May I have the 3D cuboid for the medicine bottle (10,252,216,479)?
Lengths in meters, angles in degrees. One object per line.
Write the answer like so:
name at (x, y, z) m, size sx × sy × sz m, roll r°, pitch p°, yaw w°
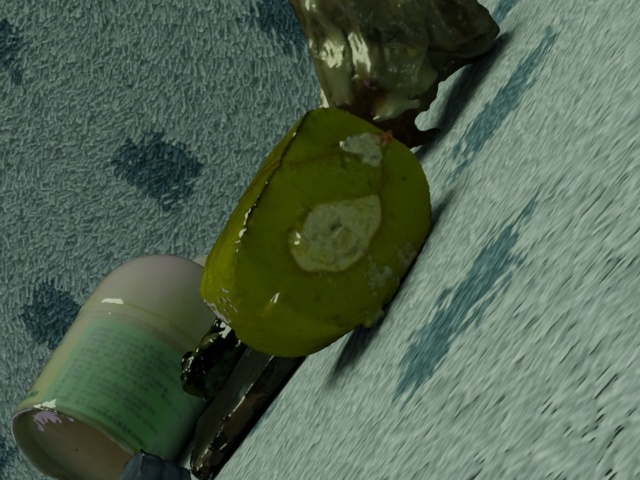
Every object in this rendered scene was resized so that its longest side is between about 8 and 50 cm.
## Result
medicine bottle at (-0.257, 0.168, 2.274) m, size 0.236 × 0.236 × 0.406 m, roll -46°, pitch 13°, yaw 53°

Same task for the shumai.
shumai at (0.044, -0.239, 1.979) m, size 0.262 × 0.314 × 0.267 m, roll -60°, pitch 20°, yaw -10°

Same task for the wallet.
wallet at (-0.055, 0.136, 1.862) m, size 0.317 × 0.044 × 0.169 m, roll -55°, pitch 10°, yaw 13°

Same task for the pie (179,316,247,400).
pie at (-0.064, 0.043, 2.035) m, size 0.371 × 0.078 × 0.296 m, roll -58°, pitch -7°, yaw 25°

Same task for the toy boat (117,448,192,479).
toy boat at (-0.207, 0.320, 1.840) m, size 0.127 × 0.078 × 0.283 m, roll -65°, pitch 8°, yaw -1°

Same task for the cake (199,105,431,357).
cake at (0.000, 0.000, 1.583) m, size 0.260 × 0.179 × 0.156 m, roll -62°, pitch 9°, yaw -31°
